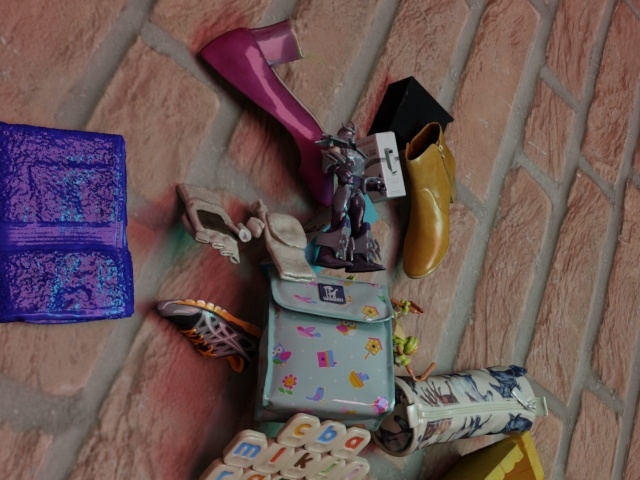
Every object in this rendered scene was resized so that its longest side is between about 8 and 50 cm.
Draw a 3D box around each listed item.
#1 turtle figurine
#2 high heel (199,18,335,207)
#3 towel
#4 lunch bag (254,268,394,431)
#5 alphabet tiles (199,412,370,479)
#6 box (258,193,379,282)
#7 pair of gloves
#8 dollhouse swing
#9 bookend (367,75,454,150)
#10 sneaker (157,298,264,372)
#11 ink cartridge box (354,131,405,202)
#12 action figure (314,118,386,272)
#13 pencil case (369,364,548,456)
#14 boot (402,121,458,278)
[{"bbox_3d":[0.125,0.165,1.595,0.217,0.087,0.269,39,27,-17],"label":"turtle figurine"},{"bbox_3d":[-0.092,-0.221,1.518,0.181,0.127,0.377,-19,104,-6],"label":"high heel"},{"bbox_3d":[-0.393,-0.026,1.220,0.227,0.076,0.308,0,82,-40],"label":"towel"},{"bbox_3d":[0.008,0.175,1.346,0.223,0.160,0.262,8,62,-7],"label":"lunch bag"},{"bbox_3d":[-0.056,0.395,1.341,0.284,0.278,0.021,23,26,-34],"label":"alphabet tiles"},{"bbox_3d":[0.000,0.000,1.526,0.244,0.100,0.060,-41,109,-36],"label":"box"},{"bbox_3d":[-0.124,-0.021,1.369,0.240,0.042,0.204,17,29,-26],"label":"pair of gloves"},{"bbox_3d":[0.325,0.629,1.576,0.346,0.315,0.305,-28,80,-40],"label":"dollhouse swing"},{"bbox_3d":[0.202,-0.250,1.754,0.157,0.072,0.156,38,61,-29],"label":"bookend"},{"bbox_3d":[-0.188,0.159,1.356,0.215,0.084,0.083,30,69,-33],"label":"sneaker"},{"bbox_3d":[0.114,-0.149,1.646,0.056,0.099,0.135,-9,87,-39],"label":"ink cartridge box"},{"bbox_3d":[0.056,-0.086,1.456,0.185,0.099,0.285,12,74,-49],"label":"action figure"},{"bbox_3d":[0.275,0.345,1.638,0.410,0.183,0.160,3,70,-39],"label":"pencil case"},{"bbox_3d":[0.213,-0.089,1.672,0.211,0.104,0.295,61,43,-44],"label":"boot"}]
